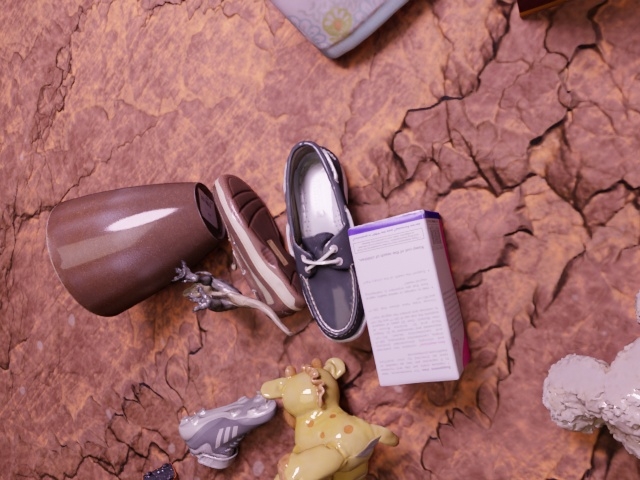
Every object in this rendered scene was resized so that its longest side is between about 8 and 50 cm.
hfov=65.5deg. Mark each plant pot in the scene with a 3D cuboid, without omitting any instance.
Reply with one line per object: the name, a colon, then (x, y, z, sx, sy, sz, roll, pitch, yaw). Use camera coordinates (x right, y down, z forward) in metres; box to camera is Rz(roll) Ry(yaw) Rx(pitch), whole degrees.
plant pot: (-0.289, -0.010, 0.847, 0.231, 0.215, 0.215, -21, 82, 9)

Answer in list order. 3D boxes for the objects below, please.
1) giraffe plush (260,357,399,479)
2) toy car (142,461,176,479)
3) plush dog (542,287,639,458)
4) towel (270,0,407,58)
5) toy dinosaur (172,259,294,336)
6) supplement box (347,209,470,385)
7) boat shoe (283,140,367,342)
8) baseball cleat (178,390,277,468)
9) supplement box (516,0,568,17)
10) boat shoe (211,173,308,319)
giraffe plush: (-0.008, 0.275, 0.748, 0.210, 0.182, 0.170, -54, 50, 26)
toy car: (-0.271, 0.465, 0.913, 0.122, 0.060, 0.040, 31, 135, 27)
plush dog: (0.425, 0.190, 0.544, 0.225, 0.210, 0.262, 34, 107, -7)
towel: (0.052, -0.455, 0.616, 0.374, 0.321, 0.090, -39, 45, 18)
toy dinosaur: (-0.163, 0.087, 0.789, 0.268, 0.118, 0.064, 14, 80, 46)
supplement box: (0.128, 0.078, 0.698, 0.114, 0.111, 0.219, -14, 85, 24)
boat shoe: (0.000, 0.000, 0.736, 0.115, 0.091, 0.302, -18, 74, 16)
baseball cleat: (-0.147, 0.329, 0.857, 0.206, 0.072, 0.109, -19, 97, 28)
supplement box: (0.309, -0.382, 0.564, 0.192, 0.194, 0.129, -12, 87, 24)
boat shoe: (-0.117, 0.016, 0.817, 0.095, 0.095, 0.257, -37, 77, 26)
